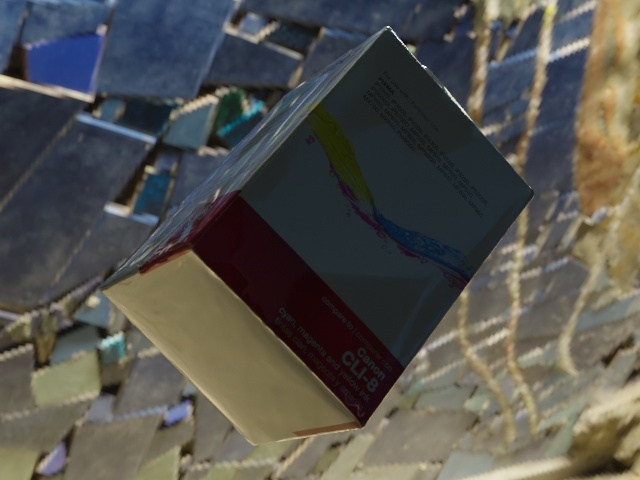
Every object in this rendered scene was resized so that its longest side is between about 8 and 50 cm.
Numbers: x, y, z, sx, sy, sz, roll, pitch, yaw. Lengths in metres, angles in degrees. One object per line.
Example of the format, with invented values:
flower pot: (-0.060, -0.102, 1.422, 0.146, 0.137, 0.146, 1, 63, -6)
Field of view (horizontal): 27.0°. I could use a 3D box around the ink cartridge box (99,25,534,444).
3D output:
ink cartridge box: (0.000, 0.000, 0.715, 0.127, 0.128, 0.176, 46, 61, -12)
